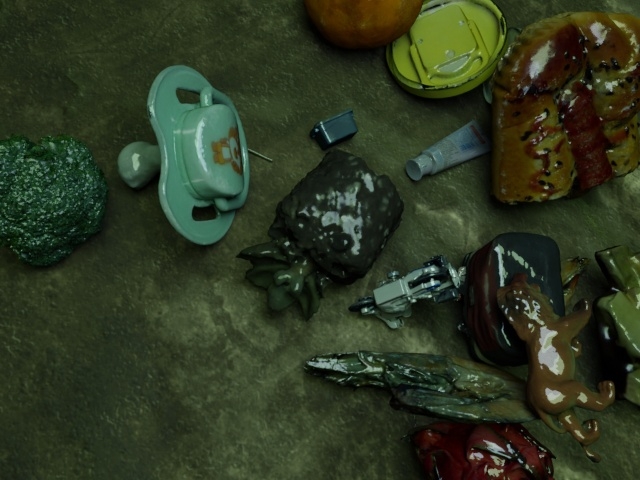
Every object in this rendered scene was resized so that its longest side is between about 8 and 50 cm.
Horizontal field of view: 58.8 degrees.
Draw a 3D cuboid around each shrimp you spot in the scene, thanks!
[{"bbox_3d":[0.186,0.265,1.016,0.445,0.272,0.085,8,95,6],"label":"shrimp"},{"bbox_3d":[0.520,0.094,1.230,0.190,0.042,0.101,-37,100,-19],"label":"shrimp"}]

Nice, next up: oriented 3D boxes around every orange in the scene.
[{"bbox_3d":[0.096,-0.575,1.293,0.284,0.226,0.283,-4,64,8],"label":"orange"}]

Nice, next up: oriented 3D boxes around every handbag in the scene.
[{"bbox_3d":[0.365,0.119,1.116,0.181,0.181,0.254,2,73,-9],"label":"handbag"}]

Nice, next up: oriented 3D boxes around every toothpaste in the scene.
[{"bbox_3d":[0.298,-0.204,1.297,0.234,0.057,0.089,-28,79,-23],"label":"toothpaste"}]

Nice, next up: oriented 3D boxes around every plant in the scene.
[{"bbox_3d":[0.000,0.000,1.089,0.215,0.213,0.312,41,70,4],"label":"plant"}]

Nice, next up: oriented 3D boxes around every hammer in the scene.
[{"bbox_3d":[-0.154,-0.199,1.241,0.110,0.019,0.035,24,69,-2],"label":"hammer"}]

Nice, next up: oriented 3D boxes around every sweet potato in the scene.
[{"bbox_3d":[0.609,-0.129,1.322,0.117,0.049,0.049,-18,74,-25],"label":"sweet potato"}]

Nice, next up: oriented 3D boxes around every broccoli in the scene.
[{"bbox_3d":[-0.543,-0.097,1.048,0.269,0.269,0.254,35,64,5],"label":"broccoli"}]

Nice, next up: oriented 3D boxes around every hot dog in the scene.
[{"bbox_3d":[0.521,-0.281,1.182,0.368,0.196,0.365,-18,114,-14],"label":"hot dog"}]

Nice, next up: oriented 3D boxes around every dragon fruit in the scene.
[{"bbox_3d":[0.273,0.394,0.992,0.293,0.233,0.234,38,69,21],"label":"dragon fruit"}]

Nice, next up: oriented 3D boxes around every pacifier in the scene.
[{"bbox_3d":[-0.276,-0.161,1.125,0.269,0.288,0.343,-2,92,25],"label":"pacifier"}]

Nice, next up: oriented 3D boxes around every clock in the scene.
[{"bbox_3d":[0.295,-0.456,1.333,0.277,0.071,0.293,-14,62,17],"label":"clock"}]

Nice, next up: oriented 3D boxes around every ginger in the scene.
[{"bbox_3d":[0.724,0.153,1.099,0.359,0.211,0.413,22,76,-17],"label":"ginger"}]

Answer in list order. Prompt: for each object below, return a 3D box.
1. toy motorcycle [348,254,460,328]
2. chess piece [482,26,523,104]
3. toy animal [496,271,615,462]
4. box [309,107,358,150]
[{"bbox_3d":[0.171,0.102,1.101,0.150,0.221,0.102,15,56,-52],"label":"toy motorcycle"},{"bbox_3d":[0.574,-0.382,1.342,0.331,0.182,0.182,7,70,-12],"label":"chess piece"},{"bbox_3d":[0.378,0.195,0.941,0.158,0.097,0.312,5,60,-7],"label":"toy animal"},{"bbox_3d":[0.033,-0.243,1.259,0.099,0.074,0.054,-27,87,-16],"label":"box"}]
